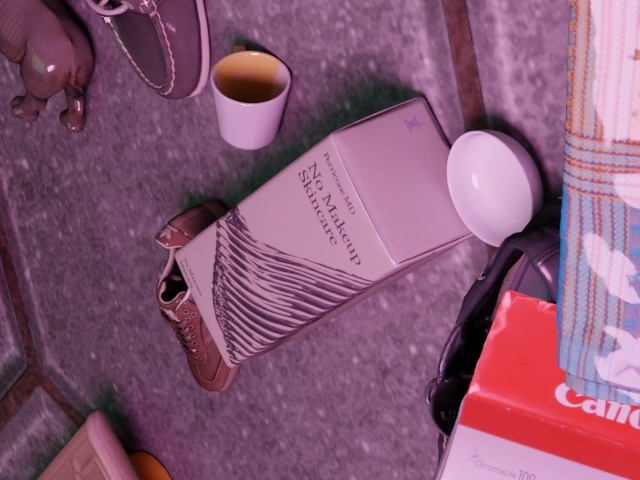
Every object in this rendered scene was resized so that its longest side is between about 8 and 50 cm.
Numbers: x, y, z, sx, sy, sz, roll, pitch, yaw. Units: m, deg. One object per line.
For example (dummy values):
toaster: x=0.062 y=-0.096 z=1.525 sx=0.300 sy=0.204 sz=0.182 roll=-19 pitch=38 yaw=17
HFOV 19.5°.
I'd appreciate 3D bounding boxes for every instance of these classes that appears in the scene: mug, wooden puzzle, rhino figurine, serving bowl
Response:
mug: x=-0.053 y=-0.110 z=1.461 sx=0.062 sy=0.078 sz=0.064 roll=16 pitch=138 yaw=11
wooden puzzle: x=-0.177 y=0.354 z=1.875 sx=0.322 sy=0.080 sz=0.348 roll=60 pitch=150 yaw=12
rhino figurine: x=-0.281 y=-0.215 z=1.689 sx=0.243 sy=0.073 sz=0.106 roll=56 pitch=148 yaw=19
serving bowl: x=0.124 y=-0.039 z=1.271 sx=0.083 sy=0.027 sz=0.083 roll=30 pitch=132 yaw=41

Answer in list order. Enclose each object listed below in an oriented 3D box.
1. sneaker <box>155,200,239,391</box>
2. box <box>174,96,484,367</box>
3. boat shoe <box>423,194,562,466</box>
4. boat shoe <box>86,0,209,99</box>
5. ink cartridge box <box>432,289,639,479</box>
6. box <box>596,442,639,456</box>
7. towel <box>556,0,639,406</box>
sneaker: x=-0.115 y=0.055 z=1.614 sx=0.066 sy=0.071 sz=0.188 roll=29 pitch=131 yaw=42
box: x=0.000 y=0.000 z=1.404 sx=0.113 sy=0.094 sz=0.275 roll=63 pitch=146 yaw=6
boat shoe: x=0.128 y=0.098 z=1.267 sx=0.127 sy=0.113 sz=0.340 roll=52 pitch=143 yaw=21
boat shoe: x=-0.178 y=-0.267 z=1.494 sx=0.112 sy=0.095 sz=0.335 roll=7 pitch=114 yaw=52
ink cartridge box: x=0.164 y=0.167 z=1.174 sx=0.189 sy=0.066 sz=0.232 roll=17 pitch=120 yaw=0
box: x=0.183 y=0.175 z=1.242 sx=0.027 sy=0.094 sz=0.137 roll=-85 pitch=-6 yaw=-47
towel: x=0.255 y=-0.052 z=1.001 sx=0.271 sy=0.040 sz=0.370 roll=13 pitch=121 yaw=27
